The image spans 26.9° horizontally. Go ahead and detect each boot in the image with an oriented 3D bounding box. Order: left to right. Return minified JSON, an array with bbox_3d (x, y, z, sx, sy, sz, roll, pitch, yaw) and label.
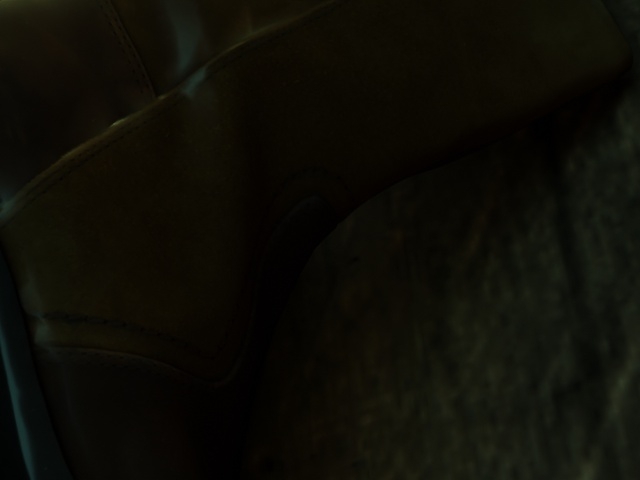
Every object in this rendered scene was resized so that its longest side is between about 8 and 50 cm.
[{"bbox_3d":[0.000,0.000,0.433,0.280,0.096,0.264,-34,84,-31],"label":"boot"}]
